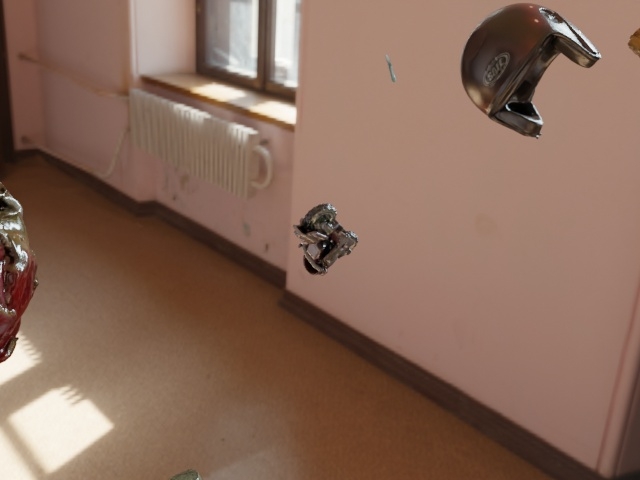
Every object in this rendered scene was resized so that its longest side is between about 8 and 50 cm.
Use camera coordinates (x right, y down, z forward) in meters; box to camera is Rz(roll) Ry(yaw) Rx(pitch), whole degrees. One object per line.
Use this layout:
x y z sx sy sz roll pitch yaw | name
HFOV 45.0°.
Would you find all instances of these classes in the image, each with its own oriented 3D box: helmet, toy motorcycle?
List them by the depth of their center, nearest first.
0.326 -0.284 1.250 0.193 0.189 0.216 45 36 14 | helmet
-0.001 -0.001 1.487 0.082 0.122 0.213 45 -2 28 | toy motorcycle

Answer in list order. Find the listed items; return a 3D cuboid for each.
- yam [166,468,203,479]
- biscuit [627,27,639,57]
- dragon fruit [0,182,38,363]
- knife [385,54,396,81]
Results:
-0.240 0.621 1.499 0.133 0.330 0.133 -21 -9 -4 | yam
0.591 -0.215 1.111 0.094 0.054 0.379 28 19 -37 | biscuit
-0.477 0.044 0.851 0.329 0.329 0.329 3 21 -1 | dragon fruit
0.092 -0.229 1.019 0.005 0.014 0.091 -23 28 12 | knife
